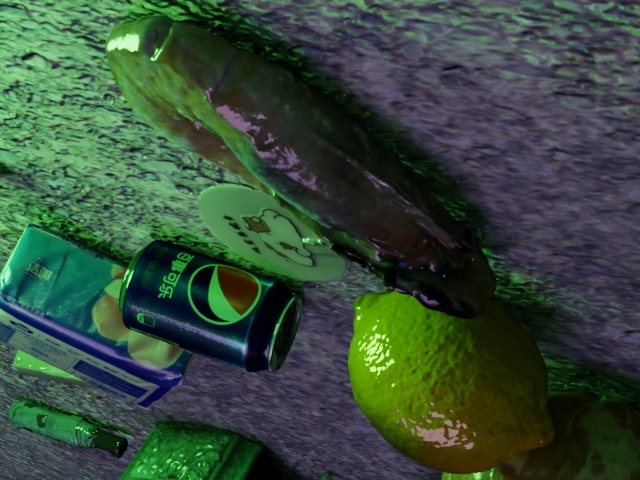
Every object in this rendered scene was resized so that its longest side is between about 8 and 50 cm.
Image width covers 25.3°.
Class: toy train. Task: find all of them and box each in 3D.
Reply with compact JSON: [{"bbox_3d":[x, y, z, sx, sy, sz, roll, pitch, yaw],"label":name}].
[{"bbox_3d":[-0.179,0.415,2.344,0.299,0.167,0.238,1,136,38],"label":"toy train"}]

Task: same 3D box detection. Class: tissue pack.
[{"bbox_3d":[-0.299,0.098,1.865,0.269,0.137,0.209,26,155,-10],"label":"tissue pack"}]

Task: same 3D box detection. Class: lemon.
[{"bbox_3d":[0.132,0.141,1.490,0.256,0.188,0.188,34,159,22],"label":"lemon"}]

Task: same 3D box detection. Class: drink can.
[{"bbox_3d":[-0.130,0.080,1.692,0.204,0.118,0.118,18,154,12],"label":"drink can"}]

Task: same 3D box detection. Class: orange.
[{"bbox_3d":[0.291,0.315,1.616,0.329,0.249,0.329,17,146,12],"label":"orange"}]

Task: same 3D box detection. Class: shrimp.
[{"bbox_3d":[-0.016,-0.061,1.348,0.445,0.110,0.221,35,159,-13],"label":"shrimp"}]

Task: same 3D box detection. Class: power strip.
[{"bbox_3d":[-0.335,0.177,2.107,0.285,0.080,0.048,6,155,30],"label":"power strip"}]

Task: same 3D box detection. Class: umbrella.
[{"bbox_3d":[-0.451,0.334,2.542,0.250,0.052,0.053,12,117,27],"label":"umbrella"}]

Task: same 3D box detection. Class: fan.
[{"bbox_3d":[0.000,0.001,1.548,0.329,0.009,0.191,5,148,36],"label":"fan"}]

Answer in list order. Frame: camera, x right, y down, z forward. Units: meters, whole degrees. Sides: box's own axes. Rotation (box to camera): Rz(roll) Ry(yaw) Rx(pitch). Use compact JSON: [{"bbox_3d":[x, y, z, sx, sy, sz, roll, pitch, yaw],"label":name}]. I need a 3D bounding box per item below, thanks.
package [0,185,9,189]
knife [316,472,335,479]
[{"bbox_3d":[-0.430,-0.091,1.732,0.110,0.033,0.077,27,-178,29],"label":"package"},{"bbox_3d":[0.108,0.463,2.292,0.278,0.053,0.123,28,160,-4],"label":"knife"}]
